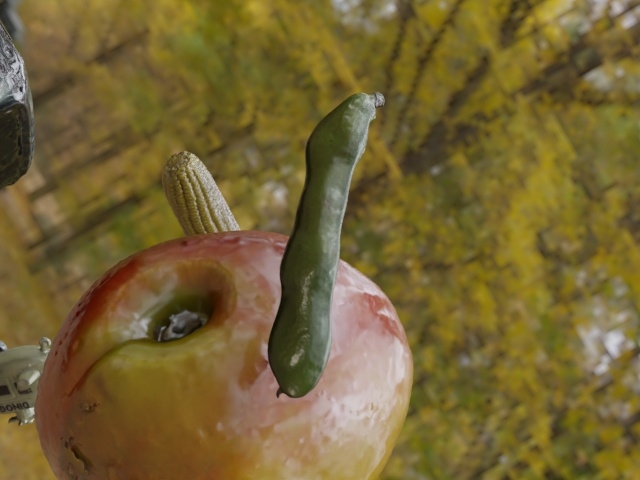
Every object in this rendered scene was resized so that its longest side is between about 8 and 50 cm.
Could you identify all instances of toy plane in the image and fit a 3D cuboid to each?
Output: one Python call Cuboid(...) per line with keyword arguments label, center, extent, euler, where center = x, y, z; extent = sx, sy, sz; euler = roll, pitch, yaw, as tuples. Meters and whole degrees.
Cuboid(label="toy plane", center=(-0.435, 0.191, 2.300), extent=(0.092, 0.286, 0.108), euler=(-80, 155, -66))

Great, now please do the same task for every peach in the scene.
Cuboid(label="peach", center=(-0.085, 0.152, 1.739), extent=(0.290, 0.372, 0.373), euler=(42, -15, 29))

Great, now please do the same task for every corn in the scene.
Cuboid(label="corn", center=(-0.168, -0.038, 2.650), extent=(0.080, 0.080, 0.231), euler=(54, -8, 46))

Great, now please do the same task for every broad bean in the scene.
Cuboid(label="broad bean", center=(-0.001, 0.000, 1.473), extent=(0.052, 0.256, 0.052), euler=(16, -6, -30))

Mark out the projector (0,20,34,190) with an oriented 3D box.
Cuboid(label="projector", center=(-0.534, -0.177, 1.780), extent=(0.405, 0.395, 0.242), euler=(54, -17, 13))
